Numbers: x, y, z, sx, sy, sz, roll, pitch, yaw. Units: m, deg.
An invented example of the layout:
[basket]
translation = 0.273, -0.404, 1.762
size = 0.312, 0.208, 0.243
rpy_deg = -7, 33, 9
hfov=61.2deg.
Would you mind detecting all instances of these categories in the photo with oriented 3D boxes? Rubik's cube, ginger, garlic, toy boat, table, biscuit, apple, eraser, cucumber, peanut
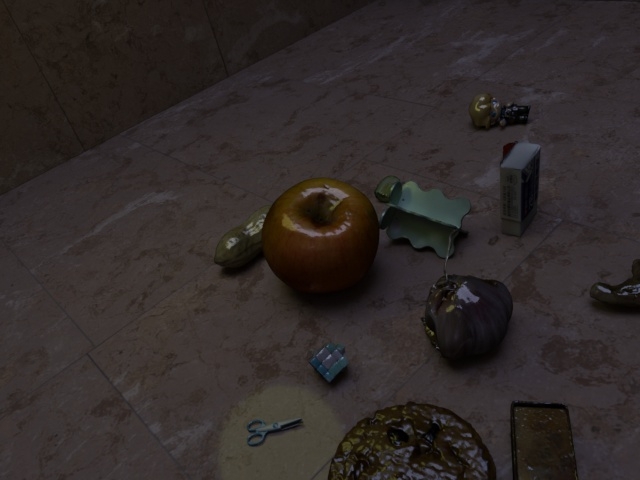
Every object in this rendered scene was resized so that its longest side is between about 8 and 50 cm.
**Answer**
[Rubik's cube]
translation = 0.019, 0.259, 1.167
size = 0.084, 0.075, 0.073
rpy_deg = -26, -7, -13
[ginger]
translation = 0.745, 0.066, 1.140
size = 0.333, 0.080, 0.166
rpy_deg = -27, 43, -20
[garlic]
translation = 0.285, 0.122, 1.158
size = 0.207, 0.207, 0.256
rpy_deg = -18, 73, -3
[toy boat]
translation = 0.587, -0.242, 1.616
size = 0.059, 0.069, 0.172
rpy_deg = 8, 40, -2
[table]
translation = 0.282, -0.056, 1.423
size = 0.198, 0.166, 0.166
rpy_deg = 22, 50, 30
[biscuit]
translation = 0.151, 0.400, 0.927
size = 0.296, 0.075, 0.295
rpy_deg = -11, 37, 8
[apple]
translation = 0.000, 0.000, 1.361
size = 0.299, 0.275, 0.298
rpy_deg = -2, 46, 2
[eraser]
translation = 0.505, -0.128, 1.373
size = 0.068, 0.210, 0.124
rpy_deg = 16, 47, 35
[cucumber]
translation = 0.211, -0.158, 1.670
size = 0.067, 0.035, 0.107
rpy_deg = 22, 47, 17
[peanut]
translation = -0.194, -0.010, 1.557
size = 0.124, 0.123, 0.257
rpy_deg = 24, 51, 41

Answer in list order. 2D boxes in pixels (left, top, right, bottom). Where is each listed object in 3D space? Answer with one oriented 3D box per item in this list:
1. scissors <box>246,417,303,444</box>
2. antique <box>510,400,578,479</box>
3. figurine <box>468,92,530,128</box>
[scissors]
translation = -0.094, 0.378, 1.098
size = 0.119, 0.014, 0.058
rpy_deg = -17, 37, 5
[antique]
translation = 0.349, 0.404, 0.839
size = 0.094, 0.087, 0.309
rpy_deg = -1, 38, 17
[figurine]
translation = 0.604, -0.436, 1.842
size = 0.196, 0.114, 0.108
rpy_deg = 16, 22, 21
